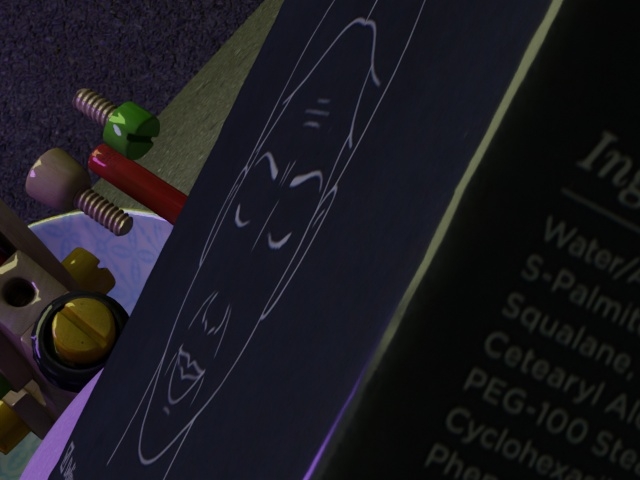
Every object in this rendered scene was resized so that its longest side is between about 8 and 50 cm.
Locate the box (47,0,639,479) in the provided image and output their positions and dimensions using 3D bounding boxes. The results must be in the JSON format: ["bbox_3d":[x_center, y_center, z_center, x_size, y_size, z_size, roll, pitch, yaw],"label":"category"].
[{"bbox_3d":[0.058,0.069,0.491,0.395,0.212,0.293,-64,14,1],"label":"box"}]

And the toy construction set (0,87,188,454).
[{"bbox_3d":[-0.149,0.049,1.045,0.309,0.237,0.257,-39,-27,-43],"label":"toy construction set"}]

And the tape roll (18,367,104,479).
[{"bbox_3d":[-0.048,0.161,0.801,0.275,0.090,0.274,-28,42,28],"label":"tape roll"}]

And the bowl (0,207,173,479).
[{"bbox_3d":[-0.165,0.132,1.195,0.290,0.156,0.289,-11,47,12],"label":"bowl"}]
